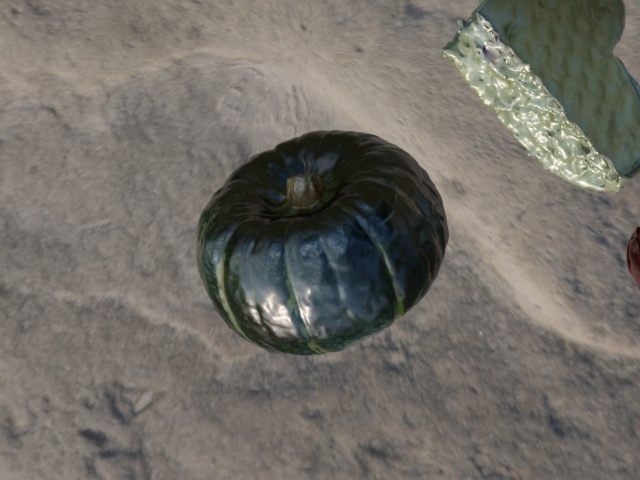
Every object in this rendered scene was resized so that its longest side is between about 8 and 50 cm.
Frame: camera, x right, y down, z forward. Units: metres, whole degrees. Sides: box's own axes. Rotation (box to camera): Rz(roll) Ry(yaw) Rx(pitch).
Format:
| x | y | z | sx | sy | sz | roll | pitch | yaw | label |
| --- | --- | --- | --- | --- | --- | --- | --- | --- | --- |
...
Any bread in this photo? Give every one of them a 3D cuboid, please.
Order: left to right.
| x | y | z | sx | sy | sz | roll | pitch | yaw | label |
| --- | --- | --- | --- | --- | --- | --- | --- | --- | --- |
| 0.176 | -0.144 | 0.766 | 0.172 | 0.064 | 0.232 | 0 | 72 | -28 | bread |

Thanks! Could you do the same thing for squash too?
| x | y | z | sx | sy | sz | roll | pitch | yaw | label |
| --- | --- | --- | --- | --- | --- | --- | --- | --- | --- |
| 0.000 | 0.000 | 0.962 | 0.252 | 0.252 | 0.165 | -25 | 120 | 4 | squash |

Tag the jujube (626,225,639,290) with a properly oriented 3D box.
| x | y | z | sx | sy | sz | roll | pitch | yaw | label |
| --- | --- | --- | --- | --- | --- | --- | --- | --- | --- |
| 0.241 | 0.029 | 0.600 | 0.077 | 0.129 | 0.077 | -10 | 124 | -16 | jujube |
